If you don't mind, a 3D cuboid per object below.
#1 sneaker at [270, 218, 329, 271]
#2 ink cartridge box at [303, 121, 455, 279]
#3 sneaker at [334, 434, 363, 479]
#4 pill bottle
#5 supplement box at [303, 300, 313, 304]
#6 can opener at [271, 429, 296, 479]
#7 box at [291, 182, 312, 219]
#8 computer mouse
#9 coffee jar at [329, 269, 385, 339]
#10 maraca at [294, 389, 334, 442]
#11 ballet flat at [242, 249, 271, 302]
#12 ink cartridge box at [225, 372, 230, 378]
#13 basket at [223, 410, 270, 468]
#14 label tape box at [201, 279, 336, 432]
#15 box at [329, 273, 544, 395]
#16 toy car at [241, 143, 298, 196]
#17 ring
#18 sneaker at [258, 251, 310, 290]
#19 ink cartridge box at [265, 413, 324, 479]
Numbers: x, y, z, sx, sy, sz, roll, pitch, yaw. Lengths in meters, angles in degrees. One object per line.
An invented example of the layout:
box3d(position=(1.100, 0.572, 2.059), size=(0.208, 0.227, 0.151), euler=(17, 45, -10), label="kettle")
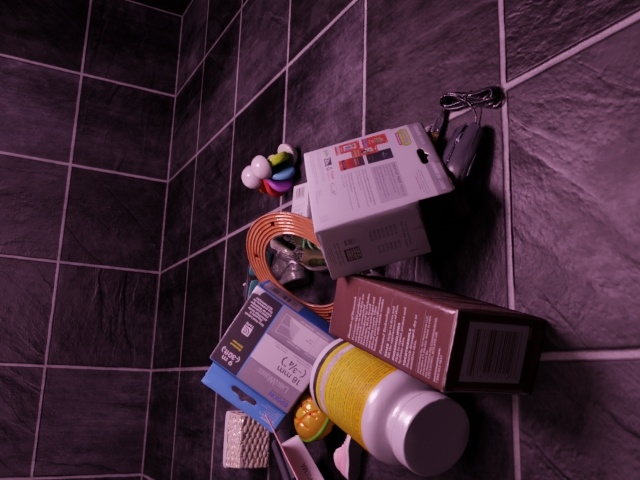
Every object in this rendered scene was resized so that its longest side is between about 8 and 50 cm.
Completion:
box3d(position=(0.000, 0.000, 1.588), size=(0.410, 0.182, 0.158), euler=(-20, 64, 59), label="sneaker")
box3d(position=(0.120, -0.093, 1.320), size=(0.309, 0.272, 0.130), euler=(-97, -11, -54), label="ink cartridge box")
box3d(position=(0.063, 0.474, 1.470), size=(0.070, 0.051, 0.134), euler=(18, 102, 57), label="sneaker")
box3d(position=(0.127, 0.315, 1.244), size=(0.334, 0.188, 0.187), euler=(18, 98, 63), label="pill bottle")
box3d(position=(-0.090, 0.286, 1.798), size=(0.130, 0.073, 0.239), euler=(-4, 80, 62), label="supplement box")
box3d(position=(-0.087, 0.617, 1.672), size=(0.076, 0.095, 0.283), euler=(-67, 31, 24), label="can opener")
box3d(position=(-0.019, -0.100, 1.757), size=(0.101, 0.087, 0.101), euler=(-8, 76, 62), label="box")
box3d(position=(0.257, -0.182, 1.278), size=(0.184, 0.060, 0.262), euler=(24, 104, 61), label="computer mouse")
box3d(position=(0.092, 0.161, 1.460), size=(0.096, 0.079, 0.184), euler=(36, 120, 22), label="coffee jar")
box3d(position=(-0.006, 0.408, 1.581), size=(0.127, 0.099, 0.185), euler=(-22, 41, 45), label="maraca")
box3d(position=(-0.213, 0.112, 2.095), size=(0.074, 0.074, 0.203), euler=(44, 123, 58), label="ballet flat")
box3d(position=(-0.186, 0.314, 1.733), size=(0.063, 0.151, 0.109), euler=(24, 103, 57), label="ink cartridge box")
box3d(position=(-0.217, 0.594, 1.912), size=(0.103, 0.113, 0.167), euler=(-21, 64, 57), label="basket")
box3d(position=(-0.135, 0.304, 1.597), size=(0.333, 0.241, 0.106), euler=(-56, -5, 10), label="label tape box")
box3d(position=(0.189, 0.158, 1.169), size=(0.381, 0.191, 0.143), euler=(18, 98, 63), label="box")
box3d(position=(-0.142, -0.205, 1.994), size=(0.136, 0.159, 0.182), euler=(58, 145, 1), label="toy car")
box3d(position=(-0.038, 0.068, 1.578), size=(0.032, 0.336, 0.336), euler=(-46, 0, -41), label="ring")
box3d(position=(-0.105, 0.076, 1.881), size=(0.227, 0.087, 0.130), euler=(-26, 58, 55), label="sneaker")
box3d(position=(-0.025, 0.548, 1.476), size=(0.275, 0.060, 0.238), euler=(45, 157, 57), label="ink cartridge box")
